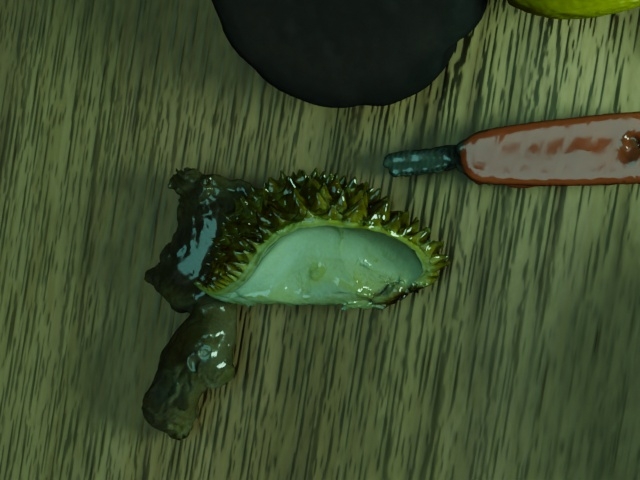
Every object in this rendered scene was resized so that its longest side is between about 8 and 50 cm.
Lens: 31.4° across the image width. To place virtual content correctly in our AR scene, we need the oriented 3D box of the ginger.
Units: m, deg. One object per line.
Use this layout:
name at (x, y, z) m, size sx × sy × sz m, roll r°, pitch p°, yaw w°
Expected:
ginger at (-0.135, 0.070, 1.201) m, size 0.122 × 0.084 × 0.290 m, roll 8°, pitch 90°, yaw 8°

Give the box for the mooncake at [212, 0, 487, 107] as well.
mooncake at (0.030, -0.274, 1.099) m, size 0.282 × 0.141 × 0.283 m, roll 9°, pitch 118°, yaw 17°

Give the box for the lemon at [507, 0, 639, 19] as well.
lemon at (0.253, -0.319, 1.003) m, size 0.219 × 0.240 × 0.241 m, roll -8°, pitch 86°, yaw 13°

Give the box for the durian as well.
durian at (0.000, 0.000, 1.138) m, size 0.252 × 0.144 × 0.139 m, roll 1°, pitch 116°, yaw -7°

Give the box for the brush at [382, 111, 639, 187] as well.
brush at (0.217, -0.082, 1.101) m, size 0.323 × 0.051 × 0.070 m, roll -4°, pitch 89°, yaw 19°
